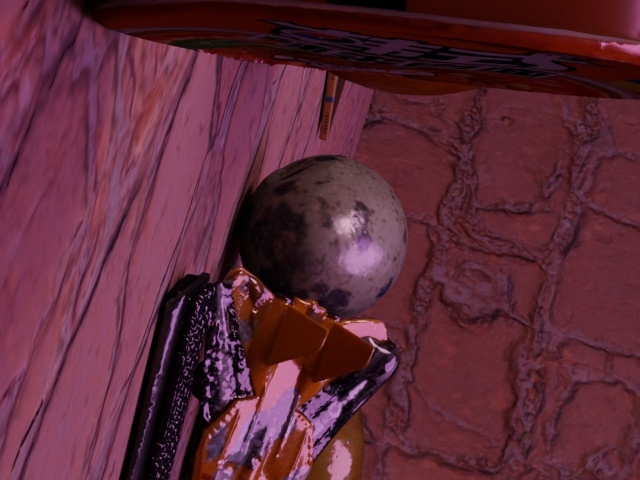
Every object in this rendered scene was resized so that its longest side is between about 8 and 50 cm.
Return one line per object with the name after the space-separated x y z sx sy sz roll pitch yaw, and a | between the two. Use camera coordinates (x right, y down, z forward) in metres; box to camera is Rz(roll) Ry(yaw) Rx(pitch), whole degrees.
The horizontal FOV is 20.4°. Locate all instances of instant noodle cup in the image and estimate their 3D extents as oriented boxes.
0.048 -0.162 0.679 0.250 0.250 0.192 -17 114 -87 | instant noodle cup

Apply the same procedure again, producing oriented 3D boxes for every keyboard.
-0.110 0.135 1.182 0.093 0.025 0.230 -52 157 -77 | keyboard

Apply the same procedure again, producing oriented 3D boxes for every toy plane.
-0.071 0.187 1.429 0.103 0.204 0.316 40 -76 50 | toy plane

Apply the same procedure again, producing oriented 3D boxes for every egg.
0.000 0.000 1.495 0.182 0.141 0.141 -39 144 -72 | egg

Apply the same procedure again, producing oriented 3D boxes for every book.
0.034 -0.250 2.124 0.241 0.018 0.170 100 6 -62 | book

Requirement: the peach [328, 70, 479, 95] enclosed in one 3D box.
0.111 -0.235 1.256 0.306 0.242 0.380 -60 -175 9 | peach

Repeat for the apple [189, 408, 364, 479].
-0.041 0.190 1.622 0.182 0.155 0.182 -177 -90 -85 | apple
